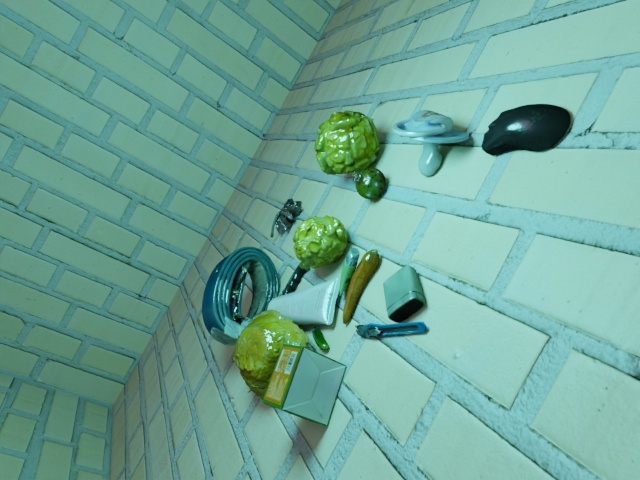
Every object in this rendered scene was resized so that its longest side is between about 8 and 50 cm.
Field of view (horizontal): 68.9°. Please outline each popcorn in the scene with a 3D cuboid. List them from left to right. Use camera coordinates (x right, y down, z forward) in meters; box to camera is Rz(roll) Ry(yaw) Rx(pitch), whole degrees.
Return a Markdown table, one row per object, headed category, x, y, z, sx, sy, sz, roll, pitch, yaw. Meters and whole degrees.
| category | x | y | z | sx | sy | sz | roll | pitch | yaw |
| --- | --- | --- | --- | --- | --- | --- | --- | --- | --- |
| popcorn | 0.007 | 0.002 | 1.804 | 0.235 | 0.216 | 0.181 | -43 | 57 | 20 |
| popcorn | 0.118 | -0.398 | 1.929 | 0.282 | 0.281 | 0.247 | -15 | 86 | 56 |

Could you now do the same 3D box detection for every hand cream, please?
| category | x | y | z | sx | sy | sz | roll | pitch | yaw |
| --- | --- | --- | --- | --- | --- | --- | --- | --- | --- |
| hand cream | -0.059 | 0.251 | 1.773 | 0.358 | 0.118 | 0.186 | -18 | 46 | 45 |
| hand cream | 0.098 | 0.104 | 1.626 | 0.095 | 0.045 | 0.175 | -72 | -4 | -53 |

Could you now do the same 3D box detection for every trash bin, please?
| category | x | y | z | sx | sy | sz | roll | pitch | yaw |
| --- | --- | --- | --- | --- | --- | --- | --- | --- | --- |
| trash bin | 0.240 | 0.155 | 1.360 | 0.116 | 0.059 | 0.130 | -42 | 30 | 30 |

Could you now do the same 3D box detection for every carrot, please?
| category | x | y | z | sx | sy | sz | roll | pitch | yaw |
| --- | --- | --- | --- | --- | --- | --- | --- | --- | --- |
| carrot | 0.127 | 0.151 | 1.581 | 0.271 | 0.066 | 0.062 | -62 | -18 | 2 |

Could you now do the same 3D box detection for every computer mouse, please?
| category | x | y | z | sx | sy | sz | roll | pitch | yaw |
| --- | --- | --- | --- | --- | --- | --- | --- | --- | --- |
| computer mouse | 0.541 | -0.315 | 1.275 | 0.147 | 0.088 | 0.264 | -63 | 23 | -10 |

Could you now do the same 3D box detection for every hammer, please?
| category | x | y | z | sx | sy | sz | roll | pitch | yaw |
| --- | --- | --- | --- | --- | --- | --- | --- | --- | --- |
| hammer | -0.124 | 0.195 | 2.003 | 0.227 | 0.041 | 0.158 | -59 | 27 | 4 |

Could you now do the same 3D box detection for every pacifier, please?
| category | x | y | z | sx | sy | sz | roll | pitch | yaw |
| --- | --- | --- | --- | --- | --- | --- | --- | --- | --- |
| pacifier | 0.352 | -0.317 | 1.555 | 0.279 | 0.227 | 0.208 | -122 | 25 | -62 |

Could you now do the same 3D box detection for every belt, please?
| category | x | y | z | sx | sy | sz | roll | pitch | yaw |
| --- | --- | --- | --- | --- | --- | --- | --- | --- | --- |
| belt | -0.346 | 0.242 | 2.060 | 0.173 | 0.300 | 0.437 | -27 | 44 | 52 |

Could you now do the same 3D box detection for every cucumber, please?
| category | x | y | z | sx | sy | sz | roll | pitch | yaw |
| --- | --- | --- | --- | --- | --- | --- | --- | --- | --- |
| cucumber | -0.007 | 0.344 | 1.643 | 0.037 | 0.037 | 0.155 | -56 | 25 | 8 |

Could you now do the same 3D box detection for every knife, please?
| category | x | y | z | sx | sy | sz | roll | pitch | yaw |
| --- | --- | --- | --- | --- | --- | --- | --- | --- | --- |
| knife | 0.196 | 0.258 | 1.362 | 0.296 | 0.026 | 0.044 | -21 | 77 | 53 |

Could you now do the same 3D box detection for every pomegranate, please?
| category | x | y | z | sx | sy | sz | roll | pitch | yaw |
| --- | --- | --- | --- | --- | --- | --- | --- | --- | --- |
| pomegranate | 0.187 | -0.220 | 1.768 | 0.130 | 0.130 | 0.130 | -42 | 31 | 33 |

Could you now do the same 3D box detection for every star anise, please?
| category | x | y | z | sx | sy | sz | roll | pitch | yaw |
| --- | --- | --- | --- | --- | --- | --- | --- | --- | --- |
| star anise | -0.180 | -0.119 | 2.373 | 0.231 | 0.089 | 0.209 | -56 | 16 | -17 |

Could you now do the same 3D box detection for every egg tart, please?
| category | x | y | z | sx | sy | sz | roll | pitch | yaw |
| --- | --- | --- | --- | --- | --- | --- | --- | --- | --- |
| egg tart | -0.211 | 0.425 | 1.717 | 0.351 | 0.153 | 0.340 | 40 | 109 | 42 |

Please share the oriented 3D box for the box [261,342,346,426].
| category | x | y | z | sx | sy | sz | roll | pitch | yaw |
| --- | --- | --- | --- | --- | --- | --- | --- | --- | --- |
| box | -0.052 | 0.445 | 1.456 | 0.148 | 0.177 | 0.195 | -12 | 53 | 56 |
